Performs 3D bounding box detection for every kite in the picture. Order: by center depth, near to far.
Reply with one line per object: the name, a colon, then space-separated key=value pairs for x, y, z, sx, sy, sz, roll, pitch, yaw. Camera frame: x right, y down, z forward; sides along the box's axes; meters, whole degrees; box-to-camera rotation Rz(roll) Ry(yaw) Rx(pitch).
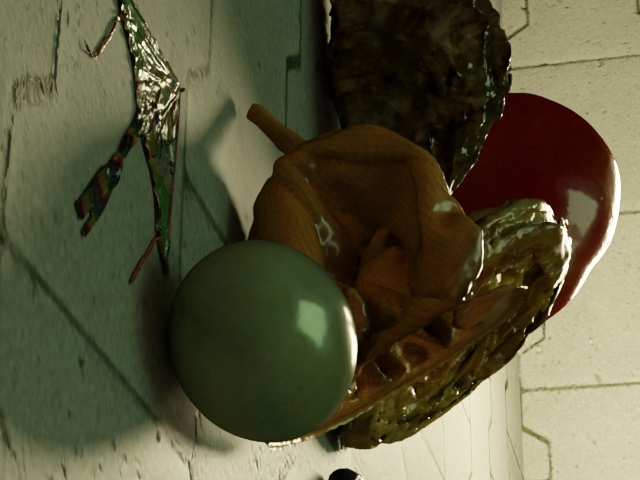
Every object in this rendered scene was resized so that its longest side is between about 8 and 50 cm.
kite: x=-0.108 y=-0.064 z=1.055 sx=0.244 sy=0.006 sz=0.198 roll=-67 pitch=150 yaw=-68

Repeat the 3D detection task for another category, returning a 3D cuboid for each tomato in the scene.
tomato: x=0.190 y=-0.037 z=2.003 sx=0.226 sy=0.298 sz=0.298 roll=39 pitch=27 yaw=-13

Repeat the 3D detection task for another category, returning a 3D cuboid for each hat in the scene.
hat: x=0.000 y=0.000 z=1.311 sx=0.233 sy=0.244 sz=0.233 roll=58 pitch=-26 yaw=12

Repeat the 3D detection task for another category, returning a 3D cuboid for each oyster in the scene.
oyster: x=0.076 y=-0.155 z=1.655 sx=0.111 sy=0.204 sz=0.396 roll=9 pitch=70 yaw=-41

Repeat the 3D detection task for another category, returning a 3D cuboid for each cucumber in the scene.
cucumber: x=0.010 y=0.227 z=1.475 sx=0.133 sy=0.032 sz=0.032 roll=-59 pitch=142 yaw=-70

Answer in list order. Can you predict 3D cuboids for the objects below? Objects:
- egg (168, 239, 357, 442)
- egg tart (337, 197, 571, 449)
egg: x=-0.034 y=0.064 z=1.096 sx=0.152 sy=0.114 sz=0.114 roll=73 pitch=16 yaw=-52
egg tart: x=0.098 y=0.066 z=1.625 sx=0.297 sy=0.132 sz=0.297 roll=-41 pitch=157 yaw=-22
